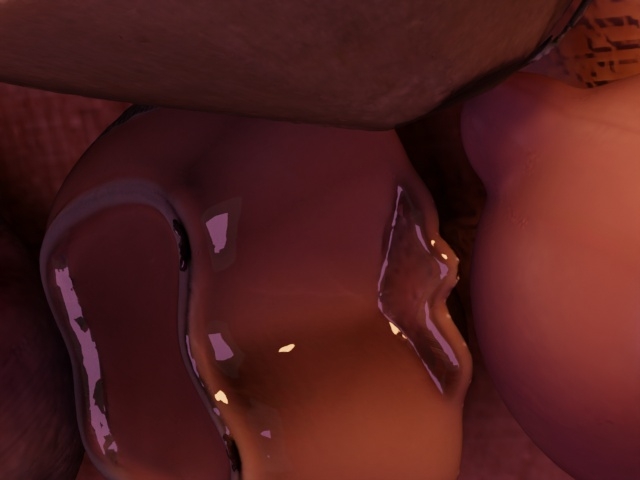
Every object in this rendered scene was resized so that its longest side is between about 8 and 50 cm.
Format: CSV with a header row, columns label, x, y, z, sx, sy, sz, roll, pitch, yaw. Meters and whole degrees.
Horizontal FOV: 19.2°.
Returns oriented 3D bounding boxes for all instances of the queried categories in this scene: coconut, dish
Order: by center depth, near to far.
label,x,y,z,sx,sy,sz,roll,pitch,yaw
coconut,-0.024,-0.175,0.621,0.323,0.323,0.323,6,110,18
dish,-0.042,0.033,0.746,0.213,0.090,0.213,18,116,41

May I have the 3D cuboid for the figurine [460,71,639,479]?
label,x,y,z,sx,sy,sz,roll,pitch,yaw
figurine,0.136,0.017,0.699,0.173,0.173,0.173,6,110,18

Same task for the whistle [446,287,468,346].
label,x,y,z,sx,sy,sz,roll,pitch,yaw
whistle,0.000,0.000,0.801,0.107,0.057,0.220,-14,99,37

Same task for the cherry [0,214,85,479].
label,x,y,z,sx,sy,sz,roll,pitch,yaw
cherry,-0.206,0.062,0.825,0.213,0.183,0.266,50,140,18
